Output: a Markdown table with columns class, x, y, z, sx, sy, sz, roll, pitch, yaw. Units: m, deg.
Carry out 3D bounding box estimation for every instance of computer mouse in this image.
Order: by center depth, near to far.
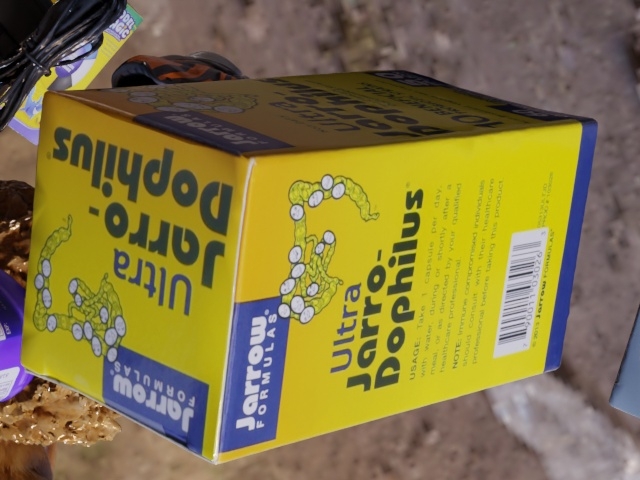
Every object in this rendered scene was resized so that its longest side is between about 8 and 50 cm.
| class | x | y | z | sx | sy | sz | roll | pitch | yaw |
| --- | --- | --- | --- | --- | --- | --- | --- | --- | --- |
| computer mouse | -0.304 | -0.215 | 1.632 | 0.072 | 0.188 | 0.272 | 48 | 175 | -41 |

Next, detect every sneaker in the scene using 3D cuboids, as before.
| class | x | y | z | sx | sy | sz | roll | pitch | yaw |
| --- | --- | --- | --- | --- | --- | --- | --- | --- | --- |
| sneaker | -0.085 | -0.100 | 1.819 | 0.321 | 0.180 | 0.125 | 24 | 108 | 29 |

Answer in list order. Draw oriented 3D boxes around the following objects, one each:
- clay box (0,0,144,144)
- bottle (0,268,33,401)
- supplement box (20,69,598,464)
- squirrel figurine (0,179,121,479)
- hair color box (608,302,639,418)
| class | x | y | z | sx | sy | sz | roll | pitch | yaw |
| --- | --- | --- | --- | --- | --- | --- | --- | --- | --- |
| clay box | -0.288 | -0.222 | 1.997 | 0.053 | 0.222 | 0.127 | 41 | -179 | 26 |
| bottle | -0.319 | 0.079 | 1.236 | 0.118 | 0.283 | 0.092 | 37 | 116 | 24 |
| supplement box | 0.000 | 0.000 | 1.221 | 0.194 | 0.356 | 0.195 | 19 | 109 | 39 |
| squirrel figurine | -0.285 | 0.155 | 1.530 | 0.397 | 0.281 | 0.370 | -61 | 39 | 27 |
| hair color box | 0.388 | 0.045 | 1.505 | 0.113 | 0.374 | 0.185 | 23 | 107 | 30 |
